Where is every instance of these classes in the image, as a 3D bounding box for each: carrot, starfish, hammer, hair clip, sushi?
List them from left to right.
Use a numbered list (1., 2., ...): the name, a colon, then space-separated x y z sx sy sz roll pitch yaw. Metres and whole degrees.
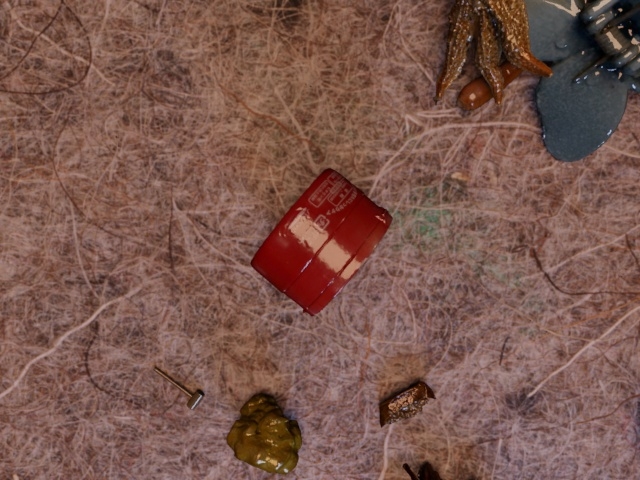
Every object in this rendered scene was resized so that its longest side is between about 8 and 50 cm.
1. hammer: -0.278 0.280 1.030 0.110 0.019 0.035 36 94 1
2. sushi: 0.158 0.312 1.009 0.120 0.052 0.055 -29 78 1
3. starfish: 0.247 -0.361 0.875 0.084 0.301 0.293 -23 109 -33
4. carrot: 0.339 -0.307 0.965 0.216 0.048 0.048 -36 93 -1
5. hair clip: 0.495 -0.358 0.844 0.238 0.392 0.318 -42 94 -22

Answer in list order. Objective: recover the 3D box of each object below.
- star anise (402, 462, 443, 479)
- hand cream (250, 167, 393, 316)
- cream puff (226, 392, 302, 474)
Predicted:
1. star anise: 0.229 0.539 0.989 0.220 0.126 0.190 17 98 -3
2. hand cream: 0.000 0.000 0.902 0.149 0.230 0.230 41 94 -3
3. cream puff: -0.094 0.351 0.980 0.146 0.146 0.116 18 77 0
